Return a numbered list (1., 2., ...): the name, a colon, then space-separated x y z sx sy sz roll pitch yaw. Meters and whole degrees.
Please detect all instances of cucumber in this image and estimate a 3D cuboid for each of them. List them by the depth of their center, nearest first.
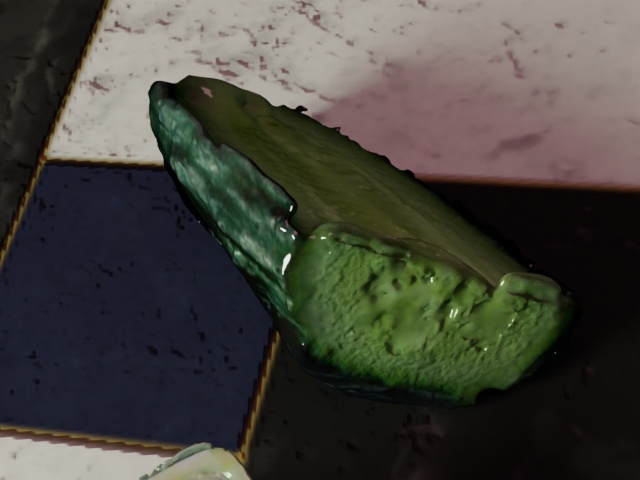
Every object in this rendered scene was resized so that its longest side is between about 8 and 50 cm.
1. cucumber: 0.000 0.000 0.597 0.115 0.086 0.193 0 36 -42

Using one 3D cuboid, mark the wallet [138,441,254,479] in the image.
1. wallet: -0.046 0.242 0.437 0.223 0.077 0.309 -30 55 -3
